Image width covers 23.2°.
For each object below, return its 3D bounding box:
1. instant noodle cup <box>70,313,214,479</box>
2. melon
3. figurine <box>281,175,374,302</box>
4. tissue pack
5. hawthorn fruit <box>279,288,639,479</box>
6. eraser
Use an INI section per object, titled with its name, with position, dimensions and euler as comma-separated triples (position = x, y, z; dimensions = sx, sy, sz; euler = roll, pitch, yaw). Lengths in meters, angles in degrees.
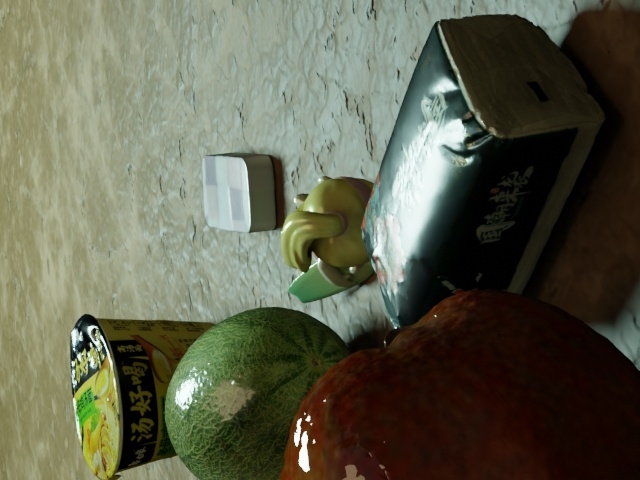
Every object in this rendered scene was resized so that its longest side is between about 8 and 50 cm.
[instant noodle cup]
position = -0.152, 0.135, 1.415
dimensions = 0.151, 0.122, 0.151
euler = 173, 90, -68
[melon]
position = -0.044, 0.122, 1.150
dimensions = 0.192, 0.139, 0.139
euler = -45, 55, 55
[figurine]
position = 0.000, 0.000, 1.116
dimensions = 0.187, 0.083, 0.083
euler = 150, 112, -74
[tissue pack]
position = 0.086, -0.034, 0.885
dimensions = 0.170, 0.090, 0.103
euler = 110, 148, -42
[hawthorn fruit]
position = 0.098, 0.161, 0.770
dimensions = 0.262, 0.210, 0.210
euler = 58, 145, 32
[eraser]
position = -0.069, -0.041, 1.309
dimensions = 0.105, 0.026, 0.065
euler = -167, 71, -65
